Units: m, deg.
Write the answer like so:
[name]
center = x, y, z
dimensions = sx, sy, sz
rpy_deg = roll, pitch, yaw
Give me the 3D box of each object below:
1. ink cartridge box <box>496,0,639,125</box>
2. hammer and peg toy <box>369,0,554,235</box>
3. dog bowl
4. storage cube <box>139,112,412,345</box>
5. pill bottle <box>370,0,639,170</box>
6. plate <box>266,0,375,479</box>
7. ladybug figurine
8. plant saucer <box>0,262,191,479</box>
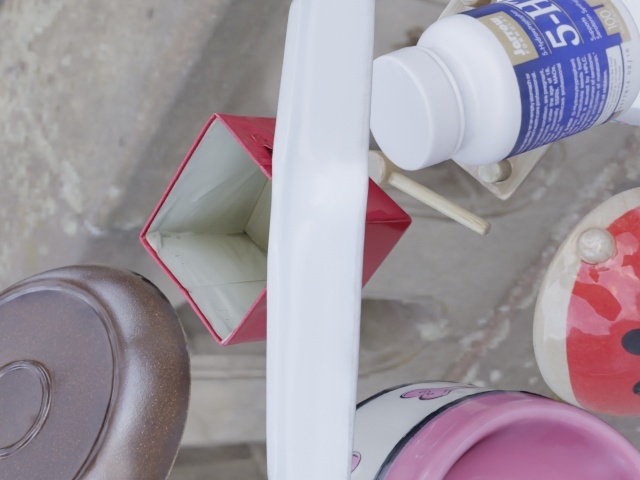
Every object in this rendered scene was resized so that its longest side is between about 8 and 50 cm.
[ink cartridge box]
center = 0.373, -0.262, 1.505
dimensions = 0.306, 0.131, 0.226
rpy_deg = 13, 90, 33
[hammer and peg toy]
center = 0.231, -0.186, 1.821
dimensions = 0.266, 0.127, 0.361
rpy_deg = 41, 112, 18
[dog bowl]
center = 0.156, 0.311, 1.031
dimensions = 0.150, 0.408, 0.408
rpy_deg = -25, 68, 54
[storage cube]
center = -0.049, -0.015, 1.386
dimensions = 0.183, 0.193, 0.215
rpy_deg = 49, 119, 26
[pill bottle]
center = 0.131, -0.117, 0.891
dimensions = 0.112, 0.187, 0.112
rpy_deg = 42, 143, 43
[plate]
center = 0.000, 0.000, 0.642
dimensions = 0.278, 0.045, 0.277
rpy_deg = -87, 0, -52
[ladybug figurine]
center = 0.427, 0.099, 1.589
dimensions = 0.162, 0.449, 0.305
rpy_deg = 36, 90, 36
[plant saucer]
center = -0.252, 0.151, 1.046
dimensions = 0.311, 0.050, 0.310
rpy_deg = -17, 55, 25
